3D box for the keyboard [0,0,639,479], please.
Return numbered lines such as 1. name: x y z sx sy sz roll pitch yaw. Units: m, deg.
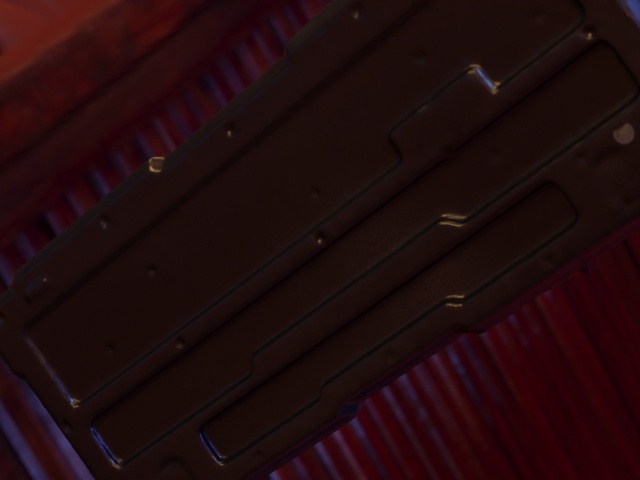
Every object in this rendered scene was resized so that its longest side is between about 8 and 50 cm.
1. keyboard: 0.000 0.000 0.553 0.262 0.106 0.016 -37 -3 33
